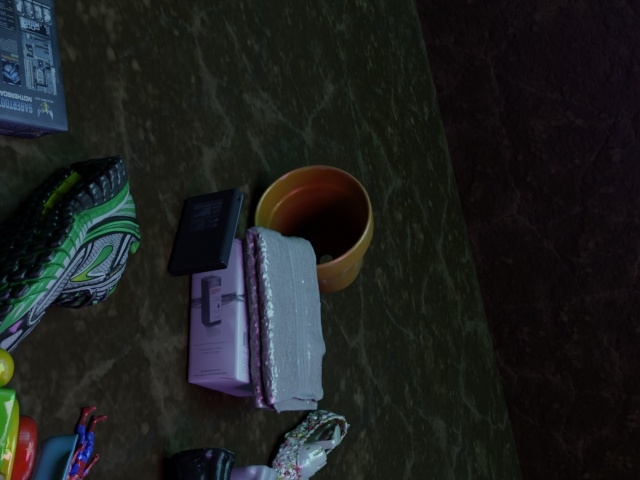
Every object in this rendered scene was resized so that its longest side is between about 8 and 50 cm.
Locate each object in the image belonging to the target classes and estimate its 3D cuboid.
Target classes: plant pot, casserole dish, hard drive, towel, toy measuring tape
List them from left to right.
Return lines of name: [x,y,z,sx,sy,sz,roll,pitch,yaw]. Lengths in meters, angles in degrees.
toy measuring tape: [-0.349,0.263,0.920,0.121,0.121,0.330,10,91,-65]
casserole dish: [-0.292,0.274,0.995,0.188,0.037,0.114,119,-17,-51]
hard drive: [-0.171,-0.012,1.404,0.022,0.094,0.135,54,36,-45]
towel: [-0.053,0.123,1.455,0.187,0.049,0.282,17,66,-65]
plant pot: [0.000,0.000,1.690,0.188,0.205,0.205,71,20,-60]

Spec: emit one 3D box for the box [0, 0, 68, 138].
box: [-0.381,-0.217,1.044,0.232,0.059,0.183,-1,83,-67]

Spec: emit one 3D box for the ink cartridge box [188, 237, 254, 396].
ink cartridge box: [-0.126,0.122,1.462,0.158,0.092,0.218,35,52,-60]

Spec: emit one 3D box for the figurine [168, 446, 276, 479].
figurine: [-0.132,0.417,1.323,0.215,0.092,0.209,43,39,-56]

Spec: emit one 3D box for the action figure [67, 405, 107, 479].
action figure: [-0.286,0.257,1.132,0.038,0.030,0.115,62,31,-47]

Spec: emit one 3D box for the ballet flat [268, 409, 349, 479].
ballet flat: [-0.016,0.361,1.645,0.241,0.077,0.091,-43,122,-62]

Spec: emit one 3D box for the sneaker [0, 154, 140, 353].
sneaker: [-0.289,0.032,1.072,0.343,0.134,0.146,-60,137,-56]
